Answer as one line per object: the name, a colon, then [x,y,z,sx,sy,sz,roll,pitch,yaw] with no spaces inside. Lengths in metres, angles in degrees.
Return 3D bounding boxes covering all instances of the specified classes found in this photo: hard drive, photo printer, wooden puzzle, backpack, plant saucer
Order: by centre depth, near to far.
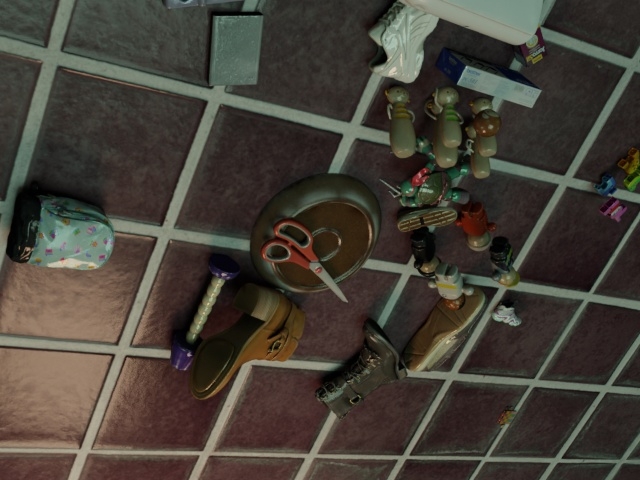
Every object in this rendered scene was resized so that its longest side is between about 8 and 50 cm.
photo printer: [0.271,-0.515,1.587,0.307,0.107,0.256,11,89,-31]
hard drive: [-0.157,-0.350,1.613,0.094,0.022,0.135,-6,125,-21]
backpack: [-0.478,-0.011,1.647,0.182,0.115,0.152,8,117,-33]
plant saucer: [0.000,0.000,1.927,0.310,0.050,0.311,-12,128,-16]
wooden puzzle: [0.545,0.517,2.588,0.049,0.006,0.083,10,118,-31]

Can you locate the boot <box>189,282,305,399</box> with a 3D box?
boot: [-0.154,0.238,1.950,0.220,0.109,0.284,34,79,-56]

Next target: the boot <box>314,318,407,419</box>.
boot: [0.087,0.329,2.178,0.229,0.091,0.263,-31,133,-2]

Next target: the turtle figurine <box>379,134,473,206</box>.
turtle figurine: [0.231,-0.127,1.904,0.234,0.118,0.175,-2,136,-36]

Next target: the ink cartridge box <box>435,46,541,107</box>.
ink cartridge box: [0.345,-0.334,1.815,0.207,0.097,0.046,10,119,-31]

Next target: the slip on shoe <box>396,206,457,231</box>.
slip on shoe: [0.237,-0.055,1.982,0.135,0.041,0.051,-14,130,4]

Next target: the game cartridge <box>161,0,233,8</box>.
game cartridge: [-0.100,-0.524,1.493,0.355,0.068,0.230,-12,132,-18]

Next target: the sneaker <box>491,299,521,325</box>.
sneaker: [0.499,0.183,2.302,0.098,0.038,0.069,13,118,-33]

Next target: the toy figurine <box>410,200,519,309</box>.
toy figurine: [0.325,0.041,2.006,0.213,0.209,0.148,-27,136,-4]

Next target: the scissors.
scissors: [-0.007,0.047,1.911,0.297,0.021,0.109,32,105,-37]

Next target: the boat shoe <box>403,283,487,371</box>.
boat shoe: [0.322,0.224,2.213,0.092,0.103,0.285,18,118,-40]

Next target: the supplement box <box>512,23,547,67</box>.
supplement box: [0.430,-0.411,1.834,0.055,0.043,0.083,-34,132,-1]

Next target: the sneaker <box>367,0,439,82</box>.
sneaker: [0.151,-0.408,1.677,0.115,0.090,0.232,0,122,-21]

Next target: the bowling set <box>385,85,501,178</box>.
bowling set: [0.291,-0.246,1.778,0.287,0.154,0.200,12,155,-36]

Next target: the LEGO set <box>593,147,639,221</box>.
LEGO set: [0.759,-0.144,2.162,0.227,0.087,0.093,-46,133,2]

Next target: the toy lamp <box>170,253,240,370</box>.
toy lamp: [-0.256,0.162,1.902,0.080,0.080,0.275,10,119,-31]
